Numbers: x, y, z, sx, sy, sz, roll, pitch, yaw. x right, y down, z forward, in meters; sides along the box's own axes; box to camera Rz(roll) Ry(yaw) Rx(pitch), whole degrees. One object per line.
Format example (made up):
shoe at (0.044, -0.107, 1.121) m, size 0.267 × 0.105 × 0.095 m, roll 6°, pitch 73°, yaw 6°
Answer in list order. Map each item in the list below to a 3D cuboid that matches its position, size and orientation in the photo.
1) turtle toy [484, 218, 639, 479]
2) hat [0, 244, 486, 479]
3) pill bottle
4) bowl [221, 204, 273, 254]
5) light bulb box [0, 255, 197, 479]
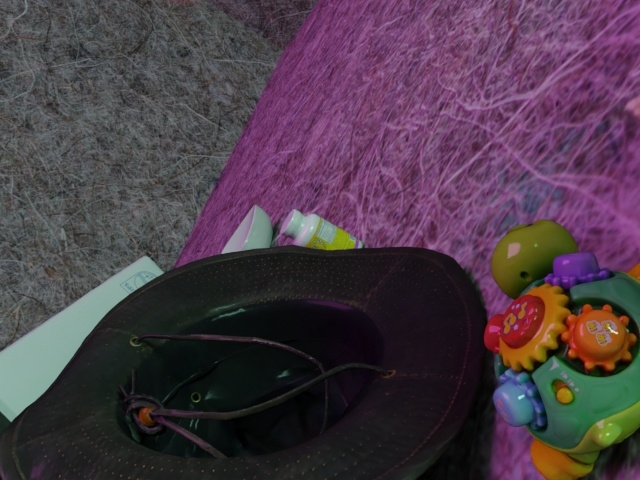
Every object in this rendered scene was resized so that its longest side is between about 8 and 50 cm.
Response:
turtle toy at (0.112, 0.040, 0.330) m, size 0.095 × 0.066 × 0.130 m, roll -52°, pitch 16°, yaw 31°
hat at (-0.032, 0.123, 0.496) m, size 0.331 × 0.331 × 0.134 m, roll -90°, pitch -12°, yaw -66°
pill bottle at (0.000, 0.000, 0.766) m, size 0.043 × 0.083 × 0.043 m, roll -55°, pitch 15°, yaw 22°
bowl at (-0.130, 0.023, 1.237) m, size 0.142 × 0.053 × 0.142 m, roll -53°, pitch 15°, yaw 28°
light bulb box at (-0.253, 0.262, 0.620) m, size 0.358 × 0.225 × 0.361 m, roll -49°, pitch -5°, yaw 39°
